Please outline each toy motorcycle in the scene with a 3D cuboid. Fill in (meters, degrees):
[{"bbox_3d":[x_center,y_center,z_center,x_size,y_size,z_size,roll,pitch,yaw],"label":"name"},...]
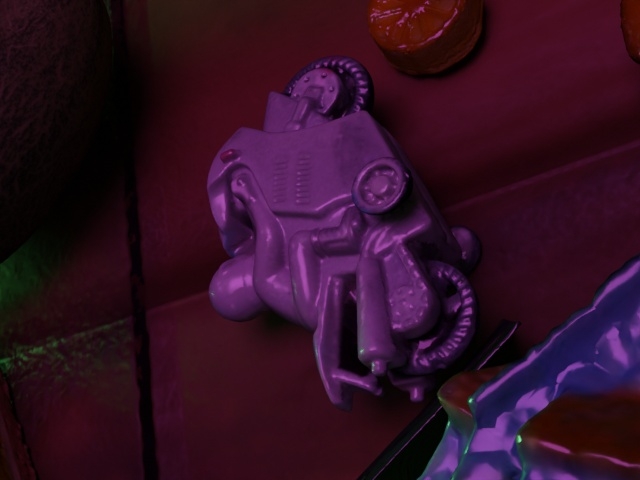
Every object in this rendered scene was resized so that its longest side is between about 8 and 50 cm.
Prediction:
[{"bbox_3d":[0.000,0.000,0.891,0.171,0.110,0.260,-34,53,15],"label":"toy motorcycle"}]

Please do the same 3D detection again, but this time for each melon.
[{"bbox_3d":[-0.300,-0.093,1.016,0.329,0.248,0.248,-48,53,-4],"label":"melon"}]

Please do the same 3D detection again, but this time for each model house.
[{"bbox_3d":[0.147,0.102,0.659,0.226,0.261,0.241,14,74,32],"label":"model house"}]

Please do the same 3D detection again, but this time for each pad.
[{"bbox_3d":[0.026,0.135,0.781,0.006,0.170,0.245,43,92,7],"label":"pad"}]

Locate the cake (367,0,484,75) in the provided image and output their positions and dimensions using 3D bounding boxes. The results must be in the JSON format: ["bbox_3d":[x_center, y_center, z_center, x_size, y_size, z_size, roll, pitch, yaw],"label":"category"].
[{"bbox_3d":[0.075,-0.158,0.964,0.084,0.044,0.084,-13,60,24],"label":"cake"}]

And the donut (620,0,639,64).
[{"bbox_3d":[0.278,-0.142,0.835,0.178,0.065,0.162,-36,59,7],"label":"donut"}]

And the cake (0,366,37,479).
[{"bbox_3d":[-0.249,0.139,0.952,0.090,0.109,0.225,-48,53,-1],"label":"cake"}]
